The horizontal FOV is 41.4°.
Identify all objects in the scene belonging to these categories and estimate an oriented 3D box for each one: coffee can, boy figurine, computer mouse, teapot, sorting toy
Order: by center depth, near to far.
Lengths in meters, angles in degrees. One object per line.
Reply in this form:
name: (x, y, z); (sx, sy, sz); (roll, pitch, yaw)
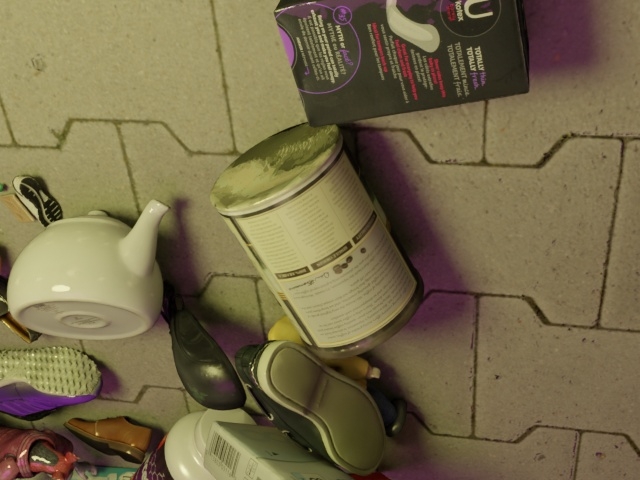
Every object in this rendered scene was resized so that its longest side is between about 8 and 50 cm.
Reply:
coffee can: (0.000, 0.000, 1.194); (0.201, 0.201, 0.275); (-17, 120, 25)
teapot: (-0.368, 0.042, 1.342); (0.256, 0.187, 0.252); (2, 156, -8)
computer mouse: (-0.205, 0.195, 1.367); (0.072, 0.272, 0.188); (-27, 121, -18)
sorting toy: (-0.502, -0.064, 1.385); (0.062, 0.012, 0.083); (1, 132, 49)
boy figurine: (0.011, 0.240, 1.444); (0.285, 0.092, 0.177); (41, 125, -16)

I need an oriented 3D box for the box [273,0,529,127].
box: (0.103, -0.256, 1.013); (0.270, 0.143, 0.165); (-6, 126, 18)

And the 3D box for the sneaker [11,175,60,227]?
sneaker: (-0.461, -0.065, 1.375); (0.043, 0.040, 0.109); (21, 145, 41)

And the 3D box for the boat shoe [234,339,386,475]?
boat shoe: (-0.018, 0.264, 1.342); (0.113, 0.127, 0.340); (2, 150, 42)

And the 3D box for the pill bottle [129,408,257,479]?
pill bottle: (-0.240, 0.444, 1.603); (0.181, 0.181, 0.323); (31, 127, -10)

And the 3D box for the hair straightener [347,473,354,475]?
hair straightener: (-0.029, 0.465, 1.660); (0.230, 0.047, 0.089); (2, 126, 19)

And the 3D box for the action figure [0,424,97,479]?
action figure: (-0.613, 0.404, 1.665); (0.370, 0.248, 0.276); (-5, 105, 29)

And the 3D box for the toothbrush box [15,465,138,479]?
toothbrush box: (-0.516, 0.589, 1.761); (0.295, 0.216, 0.126); (-1, 126, 14)

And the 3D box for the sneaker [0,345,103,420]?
sneaker: (-0.533, 0.286, 1.622); (0.293, 0.102, 0.146); (1, 133, 18)

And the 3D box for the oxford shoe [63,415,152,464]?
oxford shoe: (-0.418, 0.380, 1.678); (0.212, 0.076, 0.076); (8, 146, 28)

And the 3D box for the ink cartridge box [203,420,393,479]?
ink cartridge box: (0.041, 0.400, 1.401); (0.385, 0.308, 0.091); (11, 92, -32)

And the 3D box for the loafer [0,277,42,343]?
loafer: (-0.567, 0.118, 1.518); (0.170, 0.061, 0.062); (35, 128, -11)
